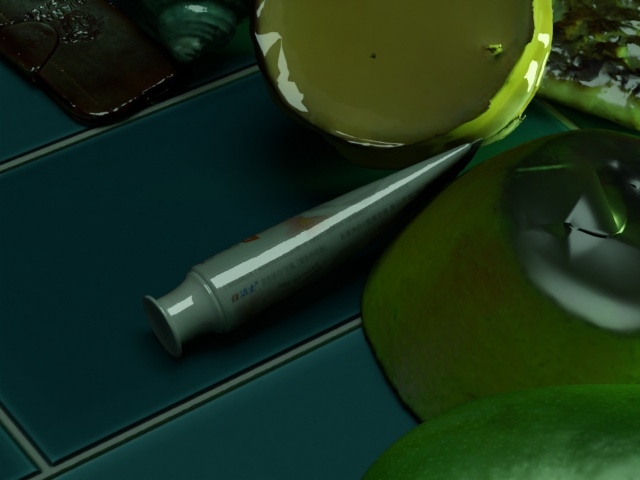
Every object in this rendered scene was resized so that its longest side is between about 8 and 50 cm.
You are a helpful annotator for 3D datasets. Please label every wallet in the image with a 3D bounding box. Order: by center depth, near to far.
[{"bbox_3d":[-0.253,-0.204,1.922,0.137,0.031,0.255,-28,53,-33],"label":"wallet"}]

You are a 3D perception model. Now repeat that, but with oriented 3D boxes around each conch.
[{"bbox_3d":[-0.124,-0.260,1.924,0.196,0.134,0.202,-11,29,18],"label":"conch"}]

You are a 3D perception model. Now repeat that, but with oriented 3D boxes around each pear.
[{"bbox_3d":[0.237,0.030,1.644,0.399,0.165,0.399,4,42,-4],"label":"pear"}]

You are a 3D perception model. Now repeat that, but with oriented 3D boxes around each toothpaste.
[{"bbox_3d":[0.000,0.000,1.676,0.323,0.100,0.066,-28,77,-20],"label":"toothpaste"}]

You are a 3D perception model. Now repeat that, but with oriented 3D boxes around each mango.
[{"bbox_3d":[0.208,0.214,1.417,0.382,0.201,0.225,1,70,-3],"label":"mango"}]

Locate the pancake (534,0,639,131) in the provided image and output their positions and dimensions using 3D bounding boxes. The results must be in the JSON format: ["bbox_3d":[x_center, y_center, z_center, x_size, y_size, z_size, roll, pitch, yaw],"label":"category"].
[{"bbox_3d":[0.350,-0.210,1.986,0.426,0.067,0.305,-11,49,-11],"label":"pancake"}]

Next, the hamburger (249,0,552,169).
[{"bbox_3d":[0.090,-0.188,1.806,0.276,0.237,0.276,-2,81,14],"label":"hamburger"}]
